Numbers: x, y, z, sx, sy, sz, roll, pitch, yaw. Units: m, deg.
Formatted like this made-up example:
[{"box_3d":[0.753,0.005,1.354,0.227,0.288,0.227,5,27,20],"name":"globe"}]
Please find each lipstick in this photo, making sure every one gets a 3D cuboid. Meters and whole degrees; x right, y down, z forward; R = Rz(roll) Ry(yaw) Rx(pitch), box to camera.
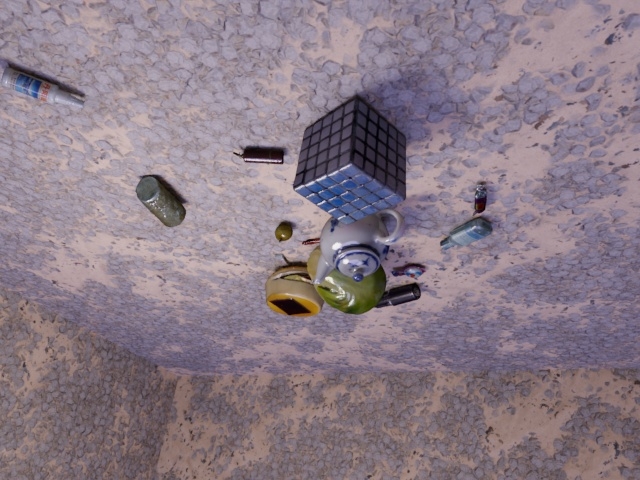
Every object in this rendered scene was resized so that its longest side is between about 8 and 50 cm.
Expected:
[{"box_3d":[0.328,0.268,2.484,0.299,0.081,0.081,-22,139,38],"name":"lipstick"}]

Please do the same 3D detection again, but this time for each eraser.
[{"box_3d":[-0.171,0.087,2.341,0.038,0.019,0.083,-2,149,18],"name":"eraser"}]

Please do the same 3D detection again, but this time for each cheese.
[{"box_3d":[0.378,0.135,2.287,0.145,0.038,0.095,-9,146,24],"name":"cheese"}]

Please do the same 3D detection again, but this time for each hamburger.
[{"box_3d":[-0.105,0.226,2.409,0.299,0.176,0.300,5,151,3],"name":"hamburger"}]

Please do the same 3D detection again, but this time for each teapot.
[{"box_3d":[0.126,0.028,1.904,0.423,0.280,0.252,-32,132,30],"name":"teapot"}]

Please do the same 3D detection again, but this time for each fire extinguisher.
[{"box_3d":[-0.196,-0.268,1.722,0.157,0.045,0.078,3,172,5],"name":"fire extinguisher"}]

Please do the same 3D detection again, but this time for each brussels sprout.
[{"box_3d":[0.103,0.161,2.164,0.343,0.268,0.344,11,154,6],"name":"brussels sprout"}]

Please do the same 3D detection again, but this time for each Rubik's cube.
[{"box_3d":[0.093,-0.219,1.544,0.236,0.238,0.237,-21,141,40],"name":"Rubik's cube"}]

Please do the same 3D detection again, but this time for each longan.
[{"box_3d":[-0.145,-0.025,2.080,0.075,0.083,0.075,13,147,9],"name":"longan"}]

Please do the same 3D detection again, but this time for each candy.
[{"box_3d":[0.536,-0.131,1.796,0.045,0.043,0.175,-9,147,8],"name":"candy"}]

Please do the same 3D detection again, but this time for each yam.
[{"box_3d":[-0.586,-0.142,1.956,0.107,0.107,0.194,-5,147,21],"name":"yam"}]

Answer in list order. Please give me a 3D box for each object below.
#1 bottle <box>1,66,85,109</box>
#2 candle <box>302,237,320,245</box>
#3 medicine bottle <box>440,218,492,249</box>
[{"box_3d":[-0.798,-0.434,1.550,0.217,0.060,0.060,17,148,-20],"name":"bottle"},{"box_3d":[-0.001,0.000,2.155,0.167,0.021,0.026,-10,146,28],"name":"candle"},{"box_3d":[0.531,-0.018,1.979,0.090,0.054,0.208,22,148,-27],"name":"medicine bottle"}]
